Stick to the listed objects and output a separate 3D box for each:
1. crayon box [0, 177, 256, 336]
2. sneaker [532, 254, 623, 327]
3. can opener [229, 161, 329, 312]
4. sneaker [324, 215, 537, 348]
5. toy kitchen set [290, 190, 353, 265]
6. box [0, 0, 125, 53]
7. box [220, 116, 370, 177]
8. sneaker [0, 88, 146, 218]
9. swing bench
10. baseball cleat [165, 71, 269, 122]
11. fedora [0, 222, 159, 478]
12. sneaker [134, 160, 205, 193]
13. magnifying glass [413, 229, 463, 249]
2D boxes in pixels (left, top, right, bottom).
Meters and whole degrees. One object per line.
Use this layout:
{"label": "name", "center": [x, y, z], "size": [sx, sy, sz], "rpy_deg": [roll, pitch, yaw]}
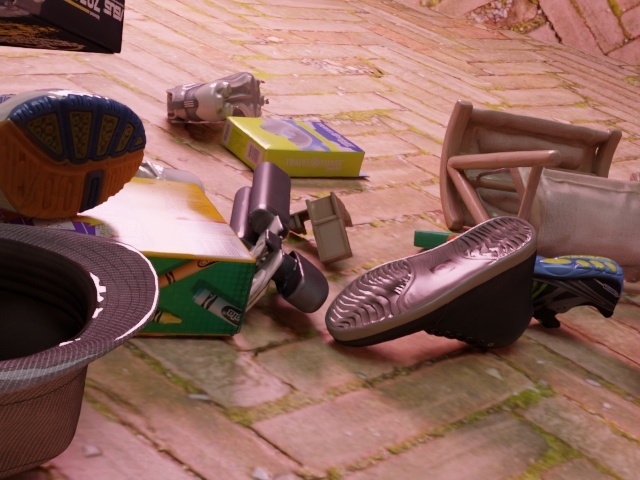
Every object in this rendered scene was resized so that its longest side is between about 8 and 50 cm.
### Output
{"label": "crayon box", "center": [-0.215, 0.006, 0.978], "size": [0.278, 0.081, 0.165], "rpy_deg": [4, 25, -28]}
{"label": "sneaker", "center": [0.225, 0.056, 1.193], "size": [0.188, 0.078, 0.067], "rpy_deg": [1, 10, 3]}
{"label": "can opener", "center": [-0.052, 0.003, 1.138], "size": [0.093, 0.074, 0.280], "rpy_deg": [36, 17, -19]}
{"label": "sneaker", "center": [0.116, 0.073, 1.078], "size": [0.222, 0.118, 0.083], "rpy_deg": [-23, 37, -13]}
{"label": "toy kitchen set", "center": [0.000, 0.000, 1.231], "size": [0.068, 0.075, 0.083], "rpy_deg": [-18, -19, 9]}
{"label": "box", "center": [-0.429, -0.266, 1.135], "size": [0.395, 0.097, 0.318], "rpy_deg": [6, 0, 6]}
{"label": "box", "center": [-0.028, -0.121, 1.478], "size": [0.178, 0.042, 0.109], "rpy_deg": [-2, 28, -37]}
{"label": "sneaker", "center": [-0.278, -0.083, 0.890], "size": [0.296, 0.112, 0.131], "rpy_deg": [-10, 33, -46]}
{"label": "swing bench", "center": [0.306, -0.051, 1.395], "size": [0.253, 0.165, 0.255], "rpy_deg": [7, 18, -22]}
{"label": "baseball cleat", "center": [-0.147, -0.194, 1.533], "size": [0.109, 0.072, 0.206], "rpy_deg": [1, 5, 15]}
{"label": "fedora", "center": [-0.244, 0.080, 0.718], "size": [0.275, 0.124, 0.244], "rpy_deg": [1, 23, -15]}
{"label": "sneaker", "center": [-0.203, -0.062, 1.119], "size": [0.212, 0.094, 0.080], "rpy_deg": [-7, 36, -36]}
{"label": "magnifying glass", "center": [0.150, 0.002, 1.228], "size": [0.092, 0.026, 0.231], "rpy_deg": [6, 3, 3]}
